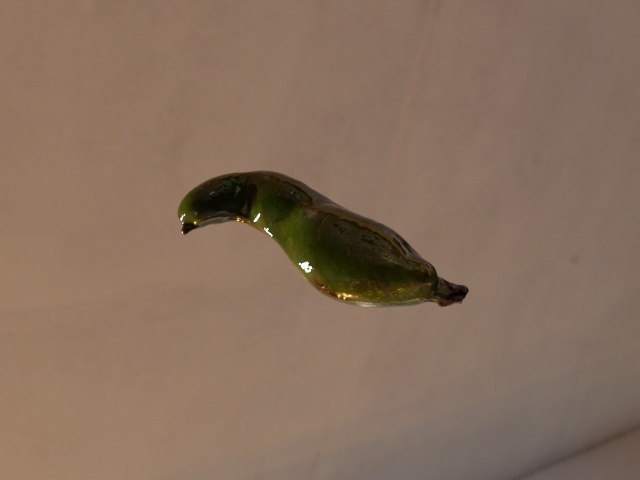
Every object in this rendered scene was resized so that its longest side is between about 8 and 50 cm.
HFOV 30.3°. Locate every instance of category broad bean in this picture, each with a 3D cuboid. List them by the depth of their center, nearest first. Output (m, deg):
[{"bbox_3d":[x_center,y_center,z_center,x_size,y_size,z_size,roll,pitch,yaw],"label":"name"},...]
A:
[{"bbox_3d":[0.000,0.000,0.789,0.070,0.213,0.048,-56,-30,-28],"label":"broad bean"}]
